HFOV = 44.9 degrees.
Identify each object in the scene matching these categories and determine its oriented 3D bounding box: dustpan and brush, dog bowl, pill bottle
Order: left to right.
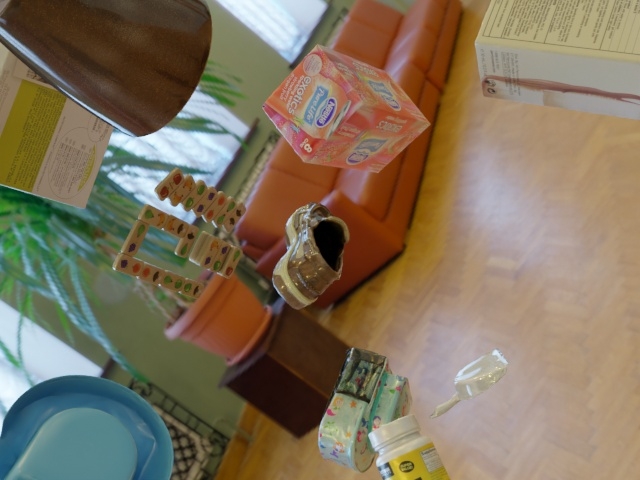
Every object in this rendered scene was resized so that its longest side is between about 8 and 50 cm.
[{"bbox_3d":[-0.247,0.258,0.702,0.074,0.166,0.297,-56,10,35],"label":"dog bowl"},{"bbox_3d":[0.179,0.448,1.478,0.119,0.208,0.119,-23,-19,-8],"label":"pill bottle"},{"bbox_3d":[0.327,0.329,1.731,0.211,0.060,0.147,-28,5,5],"label":"dustpan and brush"}]

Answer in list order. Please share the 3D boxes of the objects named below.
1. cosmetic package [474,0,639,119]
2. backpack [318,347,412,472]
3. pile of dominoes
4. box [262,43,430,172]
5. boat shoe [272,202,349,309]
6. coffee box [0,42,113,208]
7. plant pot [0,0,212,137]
[{"bbox_3d":[0.383,-0.271,1.073,0.153,0.296,0.129,-65,-27,-20],"label":"cosmetic package"},{"bbox_3d":[0.101,0.410,1.805,0.253,0.191,0.225,-58,-27,-26],"label":"backpack"},{"bbox_3d":[-0.218,-0.003,1.318,0.251,0.040,0.195,31,-96,-60],"label":"pile of dominoes"},{"bbox_3d":[0.055,-0.229,1.415,0.154,0.142,0.300,-43,-19,22],"label":"box"},{"bbox_3d":[0.005,0.006,1.132,0.095,0.095,0.257,-37,20,22],"label":"boat shoe"},{"bbox_3d":[-0.574,-0.278,1.339,0.334,0.338,0.338,24,-96,-73],"label":"coffee box"},{"bbox_3d":[-0.293,-0.269,0.964,0.215,0.230,0.215,-15,66,37],"label":"plant pot"}]
